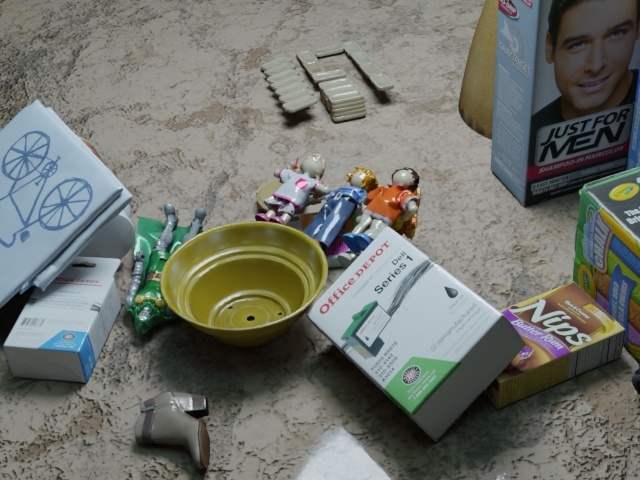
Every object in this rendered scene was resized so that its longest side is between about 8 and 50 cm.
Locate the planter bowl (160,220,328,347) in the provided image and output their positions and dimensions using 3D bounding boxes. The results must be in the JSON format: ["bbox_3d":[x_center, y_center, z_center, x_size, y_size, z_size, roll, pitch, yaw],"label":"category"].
[{"bbox_3d":[-0.096,0.075,1.425,0.217,0.090,0.217,-3,39,2],"label":"planter bowl"}]

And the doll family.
[{"bbox_3d":[0.046,-0.039,1.514,0.263,0.118,0.163,14,55,40],"label":"doll family"}]

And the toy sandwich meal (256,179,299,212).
[{"bbox_3d":[-0.060,-0.061,1.643,0.085,0.029,0.086,1,41,-1],"label":"toy sandwich meal"}]

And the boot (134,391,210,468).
[{"bbox_3d":[-0.177,0.228,1.288,0.087,0.042,0.118,-10,37,3],"label":"boot"}]

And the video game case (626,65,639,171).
[{"bbox_3d":[0.512,-0.107,1.450,0.061,0.270,0.244,-20,41,-17],"label":"video game case"}]

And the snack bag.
[{"bbox_3d":[-0.450,-0.017,1.512,0.342,0.037,0.323,-45,46,-5],"label":"snack bag"}]

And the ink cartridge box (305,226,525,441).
[{"bbox_3d":[0.110,0.108,1.316,0.160,0.092,0.219,-47,48,-4],"label":"ink cartridge box"}]

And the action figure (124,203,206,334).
[{"bbox_3d":[-0.216,0.042,1.505,0.137,0.063,0.232,5,43,7],"label":"action figure"}]

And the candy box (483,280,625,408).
[{"bbox_3d":[0.271,0.127,1.356,0.186,0.053,0.109,-19,41,-19],"label":"candy box"}]

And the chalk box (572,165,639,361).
[{"bbox_3d":[0.440,0.018,1.378,0.180,0.179,0.289,-17,39,-14],"label":"chalk box"}]

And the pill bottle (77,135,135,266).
[{"bbox_3d":[-0.351,-0.057,1.588,0.121,0.121,0.216,-21,41,-19],"label":"pill bottle"}]

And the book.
[{"bbox_3d":[0.000,0.000,1.557,0.144,0.035,0.096,-4,42,1],"label":"book"}]

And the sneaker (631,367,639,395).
[{"bbox_3d":[0.402,0.209,1.228,0.078,0.067,0.188,-7,41,-13],"label":"sneaker"}]

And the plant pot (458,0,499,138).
[{"bbox_3d":[0.345,-0.323,1.751,0.237,0.254,0.237,-2,38,2],"label":"plant pot"}]

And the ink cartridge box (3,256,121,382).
[{"bbox_3d":[-0.332,0.101,1.438,0.104,0.060,0.180,3,40,11],"label":"ink cartridge box"}]

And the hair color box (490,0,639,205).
[{"bbox_3d":[0.357,-0.247,1.555,0.185,0.374,0.114,-16,40,-14],"label":"hair color box"}]

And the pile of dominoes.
[{"bbox_3d":[0.007,-0.277,1.917,0.196,0.040,0.251,-13,31,-10],"label":"pile of dominoes"}]
